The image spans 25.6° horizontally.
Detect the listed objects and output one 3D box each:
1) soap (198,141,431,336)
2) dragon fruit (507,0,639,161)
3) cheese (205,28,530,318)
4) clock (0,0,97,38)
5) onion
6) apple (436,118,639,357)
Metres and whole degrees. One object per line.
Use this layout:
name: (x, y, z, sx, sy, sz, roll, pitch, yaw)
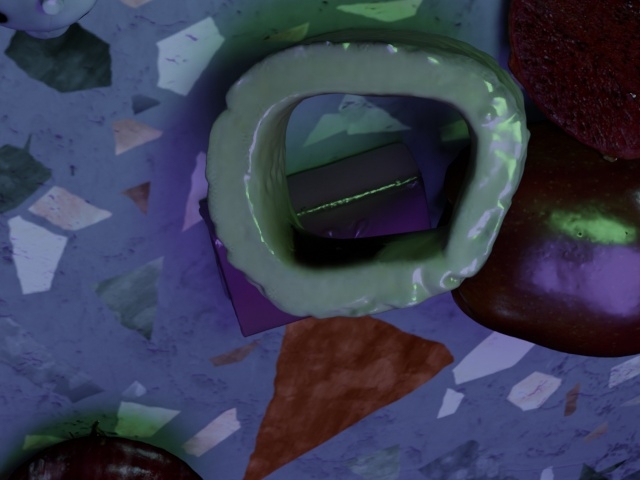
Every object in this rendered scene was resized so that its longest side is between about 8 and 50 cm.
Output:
soap: (0.001, 0.001, 1.677, 0.259, 0.081, 0.181, -17, 133, -5)
dragon fruit: (0.334, -0.191, 1.562, 0.161, 0.274, 0.126, -34, 160, -31)
cheese: (0.058, -0.073, 1.479, 0.332, 0.153, 0.292, -4, 102, 14)
clock: (-0.263, -0.267, 1.231, 0.189, 0.254, 0.189, -7, 132, -8)
onion: (-0.279, 0.400, 1.817, 0.314, 0.232, 0.314, 1, 129, 2)
apple: (0.301, -0.007, 1.647, 0.317, 0.288, 0.288, 1, 130, -6)
